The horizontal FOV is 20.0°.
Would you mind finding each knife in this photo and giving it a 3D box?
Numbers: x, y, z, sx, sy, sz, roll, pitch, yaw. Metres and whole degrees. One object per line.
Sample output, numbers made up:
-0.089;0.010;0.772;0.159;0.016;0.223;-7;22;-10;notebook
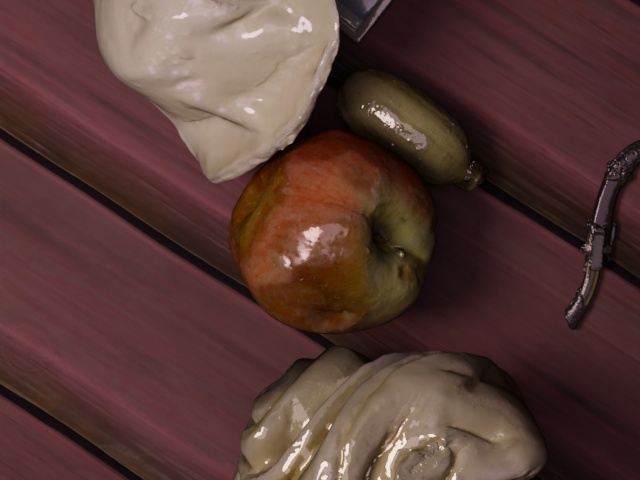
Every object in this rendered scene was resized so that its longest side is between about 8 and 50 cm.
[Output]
0.301;-0.010;1.954;0.045;0.021;0.222;23;98;1;knife

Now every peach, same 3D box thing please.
0.000;0.000;1.898;0.235;0.214;0.214;-9;97;49;peach

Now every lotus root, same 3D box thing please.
0.097;-0.112;1.934;0.183;0.090;0.077;38;72;-1;lotus root

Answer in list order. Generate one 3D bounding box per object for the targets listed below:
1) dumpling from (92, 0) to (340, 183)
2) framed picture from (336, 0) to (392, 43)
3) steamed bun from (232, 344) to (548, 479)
-0.093;-0.266;1.840;0.315;0.233;0.395;-14;92;45;dumpling
0.008;-0.331;1.956;0.203;0.015;0.150;40;99;1;framed picture
0.034;0.223;1.871;0.394;0.346;0.237;-39;76;34;steamed bun
